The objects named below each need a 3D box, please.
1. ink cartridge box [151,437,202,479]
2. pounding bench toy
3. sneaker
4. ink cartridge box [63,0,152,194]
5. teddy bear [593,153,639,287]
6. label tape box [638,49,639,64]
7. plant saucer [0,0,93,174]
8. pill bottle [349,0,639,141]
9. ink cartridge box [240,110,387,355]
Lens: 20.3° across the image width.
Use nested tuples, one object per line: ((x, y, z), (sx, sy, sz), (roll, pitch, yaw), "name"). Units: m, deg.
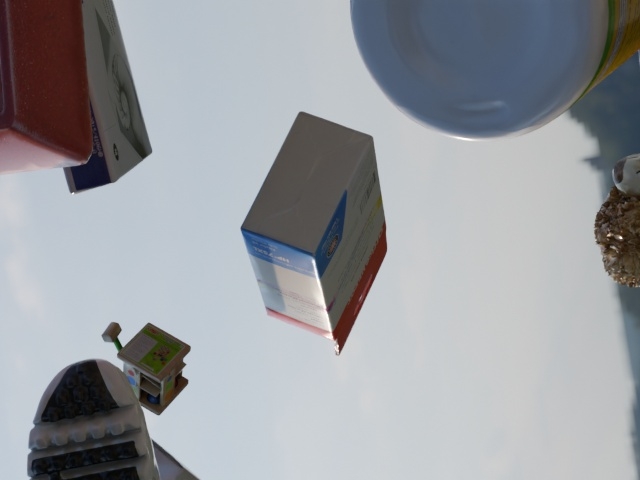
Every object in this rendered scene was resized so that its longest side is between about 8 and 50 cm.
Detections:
((-0.192, 0.276, 1.856), (0.128, 0.127, 0.176), (-51, -30, -8), "ink cartridge box")
((-0.175, 0.120, 1.742), (0.052, 0.083, 0.065), (-48, -22, -38), "pounding bench toy")
((-0.175, 0.237, 1.527), (0.118, 0.110, 0.292), (-49, -48, -73), "sneaker")
((-0.194, -0.166, 1.493), (0.224, 0.045, 0.223), (-73, -30, -77), "ink cartridge box")
((0.407, -0.074, 1.672), (0.113, 0.338, 0.245), (55, -145, -34), "teddy bear")
((0.348, -0.101, 1.338), (0.240, 0.106, 0.334), (38, -145, -26), "label tape box")
((-0.272, -0.171, 1.265), (0.048, 0.259, 0.258), (-5, -89, -49), "plant saucer")
((0.123, -0.149, 0.998), (0.245, 0.136, 0.136), (-37, -63, -59), "pill bottle")
((0.000, 0.000, 1.674), (0.231, 0.078, 0.134), (78, -146, -62), "ink cartridge box")
